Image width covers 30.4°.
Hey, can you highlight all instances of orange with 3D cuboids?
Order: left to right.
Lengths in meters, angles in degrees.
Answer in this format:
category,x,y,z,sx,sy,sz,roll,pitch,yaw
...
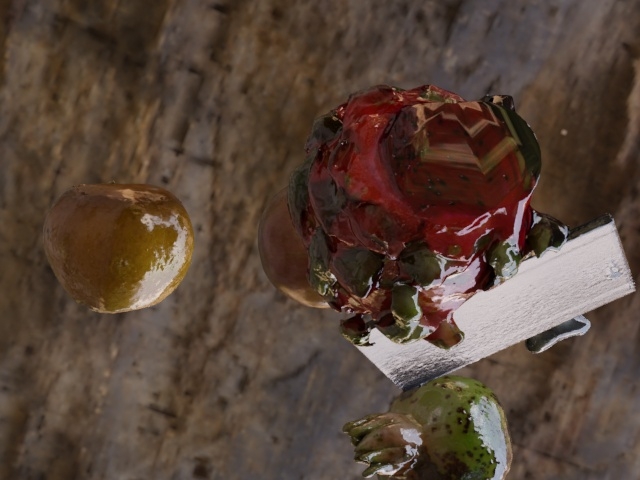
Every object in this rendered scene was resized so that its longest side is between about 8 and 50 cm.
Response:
category,x,y,z,sx,sy,sz,roll,pitch,yaw
orange,-0.203,0.004,1.187,0.156,0.157,0.134,-157,-100,-75

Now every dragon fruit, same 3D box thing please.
category,x,y,z,sx,sy,sz,roll,pitch,yaw
dragon fruit,0.059,-0.010,0.735,0.160,0.167,0.172,-63,179,-21

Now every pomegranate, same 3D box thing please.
category,x,y,z,sx,sy,sz,roll,pitch,yaw
pomegranate,0.150,0.308,1.791,0.204,0.277,0.222,-175,-86,-78

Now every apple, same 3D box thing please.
category,x,y,z,sx,sy,sz,roll,pitch,yaw
apple,0.000,0.000,1.713,0.196,0.196,0.196,-159,-90,-75

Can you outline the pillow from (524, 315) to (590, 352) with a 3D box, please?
category,x,y,z,sx,sy,sz,roll,pitch,yaw
pillow,0.305,0.088,1.630,0.091,0.135,0.055,-15,-156,38

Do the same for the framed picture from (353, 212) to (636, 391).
category,x,y,z,sx,sy,sz,roll,pitch,yaw
framed picture,0.221,0.088,1.467,0.339,0.255,0.014,-25,-118,10
